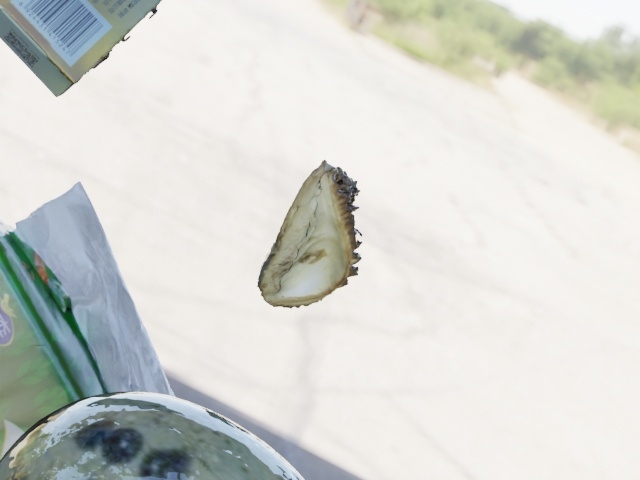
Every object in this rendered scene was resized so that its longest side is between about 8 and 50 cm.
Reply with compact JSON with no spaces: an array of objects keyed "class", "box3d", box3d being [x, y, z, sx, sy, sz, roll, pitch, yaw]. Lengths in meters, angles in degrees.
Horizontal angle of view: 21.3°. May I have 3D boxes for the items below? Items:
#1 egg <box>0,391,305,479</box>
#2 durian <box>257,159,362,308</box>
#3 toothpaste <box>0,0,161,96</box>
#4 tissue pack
[{"class":"egg","box3d":[-0.068,0.145,0.765,0.181,0.141,0.141,23,7,11]},{"class":"durian","box3d":[-0.005,-0.007,1.138,0.066,0.130,0.052,6,41,-21]},{"class":"toothpaste","box3d":[-0.092,-0.233,1.149,0.089,0.313,0.071,46,-16,-9]},{"class":"tissue pack","box3d":[-0.177,0.085,1.072,0.209,0.156,0.148,64,-4,-8]}]
